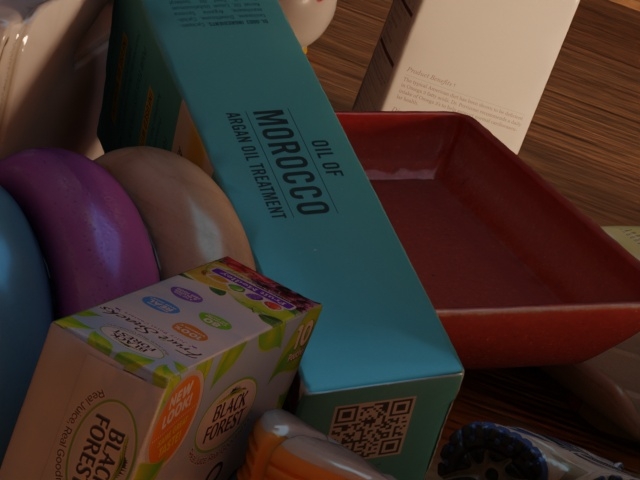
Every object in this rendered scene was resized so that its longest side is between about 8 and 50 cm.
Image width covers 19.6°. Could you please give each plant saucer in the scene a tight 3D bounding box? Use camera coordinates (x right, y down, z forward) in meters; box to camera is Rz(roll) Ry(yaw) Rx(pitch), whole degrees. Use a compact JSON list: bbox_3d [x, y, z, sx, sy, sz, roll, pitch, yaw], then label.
[{"bbox_3d":[0.000,0.000,0.904,0.259,0.048,0.258,-2,24,-19],"label":"plant saucer"}]

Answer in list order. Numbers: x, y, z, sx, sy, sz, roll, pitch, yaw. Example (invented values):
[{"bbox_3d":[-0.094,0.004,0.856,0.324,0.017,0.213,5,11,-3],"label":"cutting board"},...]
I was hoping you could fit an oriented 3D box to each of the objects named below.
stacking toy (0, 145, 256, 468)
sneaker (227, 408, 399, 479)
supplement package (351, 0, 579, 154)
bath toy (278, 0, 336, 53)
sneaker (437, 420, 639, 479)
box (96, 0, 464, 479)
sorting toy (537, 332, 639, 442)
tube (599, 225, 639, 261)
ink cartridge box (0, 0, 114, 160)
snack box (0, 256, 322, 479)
[{"bbox_3d":[-0.187,0.032,0.541,0.330,0.141,0.141,3,23,-32],"label":"stacking toy"},{"bbox_3d":[0.031,0.126,0.538,0.084,0.083,0.215,24,-12,49],"label":"sneaker"},{"bbox_3d":[0.099,-0.133,1.289,0.105,0.179,0.105,18,17,-10],"label":"supplement package"},{"bbox_3d":[-0.109,-0.221,1.421,0.348,0.129,0.151,3,24,-47],"label":"bath toy"},{"bbox_3d":[0.118,0.111,0.769,0.135,0.052,0.058,29,14,26],"label":"sneaker"},{"bbox_3d":[-0.025,-0.001,0.719,0.060,0.100,0.244,-6,45,-21],"label":"box"},{"bbox_3d":[0.160,0.063,1.004,0.208,0.038,0.193,11,18,-43],"label":"sorting toy"},{"bbox_3d":[0.292,0.019,1.261,0.240,0.062,0.070,4,-18,-31],"label":"tube"},{"bbox_3d":[-0.244,-0.105,0.809,0.307,0.129,0.223,18,22,6],"label":"ink cartridge box"},{"bbox_3d":[-0.056,0.080,0.494,0.037,0.141,0.100,26,17,15],"label":"snack box"}]
